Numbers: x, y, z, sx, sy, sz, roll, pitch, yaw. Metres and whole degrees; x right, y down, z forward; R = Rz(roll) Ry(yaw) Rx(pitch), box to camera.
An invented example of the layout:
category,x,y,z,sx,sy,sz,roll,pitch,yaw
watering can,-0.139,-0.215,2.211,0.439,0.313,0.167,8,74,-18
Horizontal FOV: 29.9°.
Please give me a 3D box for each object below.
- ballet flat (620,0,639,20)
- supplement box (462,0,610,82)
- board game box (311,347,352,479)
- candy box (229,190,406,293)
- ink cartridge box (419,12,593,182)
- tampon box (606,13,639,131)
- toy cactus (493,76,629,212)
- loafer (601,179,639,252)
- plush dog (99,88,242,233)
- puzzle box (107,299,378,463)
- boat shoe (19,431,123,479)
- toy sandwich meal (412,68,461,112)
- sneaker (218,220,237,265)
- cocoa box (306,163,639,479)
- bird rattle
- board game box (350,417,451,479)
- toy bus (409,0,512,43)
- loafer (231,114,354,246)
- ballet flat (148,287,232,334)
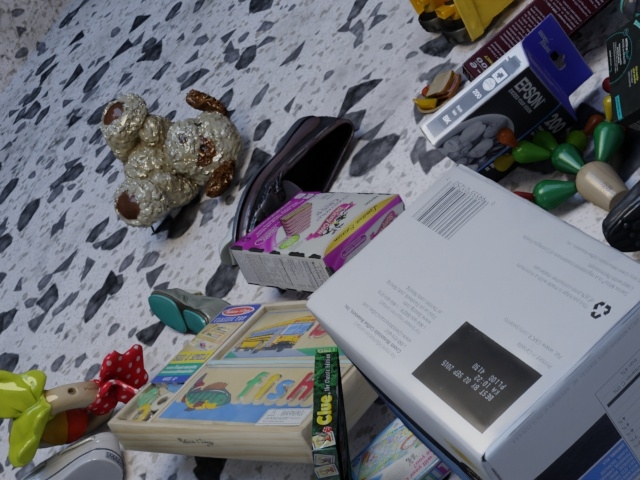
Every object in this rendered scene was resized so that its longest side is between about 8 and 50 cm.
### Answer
category,x,y,z,sx,sy,sz,roll,pitch,yaw
ballet flat,0.473,-0.361,1.589,0.074,0.074,0.203,4,51,53
supplement box,0.306,-0.292,1.647,0.239,0.073,0.130,-42,-2,7
board game box,0.016,0.252,1.267,0.030,0.260,0.136,-5,40,2
candy box,0.000,0.000,1.694,0.159,0.071,0.233,-40,26,-29
ink cartridge box,0.248,-0.167,1.506,0.208,0.206,0.045,-41,62,13
tampon box,0.418,-0.203,1.354,0.161,0.101,0.120,-35,47,55
toy cactus,0.313,-0.099,1.454,0.219,0.112,0.180,-37,40,-1
loafer,0.404,-0.068,1.318,0.223,0.076,0.078,-37,26,8
plush dog,-0.245,-0.144,2.149,0.225,0.210,0.262,-20,66,16
puzzle box,-0.068,0.173,1.559,0.409,0.052,0.272,-8,29,47
boat shoe,-0.407,0.374,1.783,0.267,0.096,0.088,-37,28,13
toy sandwich meal,0.176,-0.230,1.828,0.085,0.029,0.086,-31,34,24
sneaker,-0.113,-0.030,1.931,0.152,0.053,0.061,-45,28,4
cocoa box,0.193,0.122,1.173,0.231,0.228,0.347,-42,32,-7
bird rattle,-0.385,0.249,1.824,0.253,0.143,0.207,-19,-22,-34
board game box,0.108,0.241,1.365,0.154,0.026,0.103,-44,30,5
toy bus,0.241,-0.435,1.896,0.211,0.149,0.220,-35,27,-6
loafer,-0.040,-0.084,1.857,0.095,0.109,0.302,-6,46,42
ballet flat,-0.195,0.110,1.872,0.068,0.072,0.213,-29,23,-27
